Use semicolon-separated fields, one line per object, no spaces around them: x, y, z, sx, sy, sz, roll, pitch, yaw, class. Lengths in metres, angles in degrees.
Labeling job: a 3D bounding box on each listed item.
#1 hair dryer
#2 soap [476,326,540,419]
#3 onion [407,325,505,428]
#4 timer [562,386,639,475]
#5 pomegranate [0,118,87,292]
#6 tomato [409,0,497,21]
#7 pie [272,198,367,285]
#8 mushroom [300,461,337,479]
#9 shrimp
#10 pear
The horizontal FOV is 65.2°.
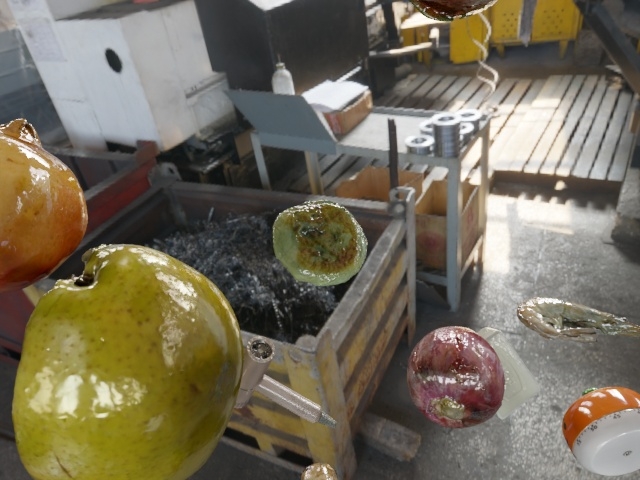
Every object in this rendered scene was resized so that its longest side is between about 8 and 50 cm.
-0.057;0.281;0.915;0.221;0.195;0.053;26;44;-1;hair dryer
0.403;0.300;1.151;0.121;0.183;0.064;-37;8;-3;soap
0.224;0.208;0.826;0.160;0.159;0.195;4;30;20;onion
0.419;0.266;0.735;0.136;0.099;0.136;-28;26;15;timer
-0.381;-0.035;0.573;0.209;0.209;0.209;-7;34;5;pomegranate
0.114;-0.370;0.451;0.304;0.239;0.303;22;46;-26;tomato
0.000;0.000;0.947;0.187;0.041;0.186;5;62;-9;pie
0.039;0.576;0.909;0.255;0.267;0.267;13;40;23;mushroom
0.493;0.162;0.958;0.224;0.047;0.126;10;29;26;shrimp
-0.224;0.202;0.716;0.192;0.386;0.340;5;37;20;pear
